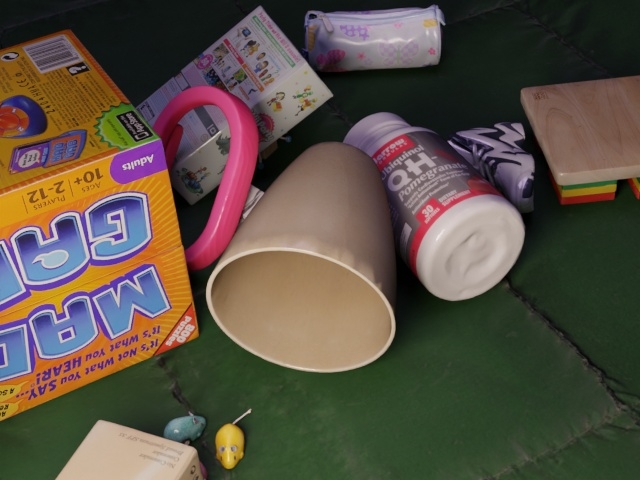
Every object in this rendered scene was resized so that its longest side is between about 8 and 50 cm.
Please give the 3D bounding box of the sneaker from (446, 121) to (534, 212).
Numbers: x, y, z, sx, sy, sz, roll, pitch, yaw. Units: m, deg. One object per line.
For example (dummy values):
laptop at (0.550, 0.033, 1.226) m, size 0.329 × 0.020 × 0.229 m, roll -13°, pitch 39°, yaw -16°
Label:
sneaker at (0.265, -0.117, 1.856) m, size 0.153 × 0.094 × 0.235 m, roll -4°, pitch 39°, yaw 4°

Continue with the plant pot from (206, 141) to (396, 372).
plant pot at (0.000, 0.000, 1.589) m, size 0.256 × 0.256 × 0.274 m, roll 5°, pitch 47°, yaw 12°

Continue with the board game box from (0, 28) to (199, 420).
board game box at (-0.426, -0.024, 1.607) m, size 0.356 × 0.356 × 0.356 m, roll -22°, pitch 43°, yaw -20°

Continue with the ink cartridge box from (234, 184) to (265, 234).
ink cartridge box at (-0.087, -0.026, 1.765) m, size 0.135 × 0.099 × 0.056 m, roll 32°, pitch 69°, yaw 32°

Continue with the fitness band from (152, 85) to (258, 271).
fitness band at (-0.198, -0.096, 1.757) m, size 0.209 × 0.291 × 0.054 m, roll 19°, pitch 3°, yaw 40°

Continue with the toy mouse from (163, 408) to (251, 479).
toy mouse at (-0.172, 0.270, 1.480) m, size 0.143 × 0.031 × 0.161 m, roll 0°, pitch 40°, yaw 6°

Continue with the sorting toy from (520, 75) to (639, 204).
sorting toy at (0.486, -0.163, 1.891) m, size 0.255 × 0.089 × 0.257 m, roll -6°, pitch 39°, yaw -2°

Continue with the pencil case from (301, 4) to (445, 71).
pencil case at (0.102, -0.392, 2.181) m, size 0.273 × 0.124 × 0.113 m, roll -1°, pitch 39°, yaw 4°

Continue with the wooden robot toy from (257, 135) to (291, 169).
wooden robot toy at (-0.115, -0.184, 1.986) m, size 0.076 × 0.079 × 0.173 m, roll 18°, pitch 44°, yaw 25°

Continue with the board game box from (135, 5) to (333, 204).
board game box at (-0.159, -0.234, 1.942) m, size 0.303 × 0.097 × 0.224 m, roll -38°, pitch 44°, yaw 5°

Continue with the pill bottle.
pill bottle at (0.157, -0.065, 1.739) m, size 0.176 × 0.176 × 0.318 m, roll -20°, pitch 42°, yaw -18°

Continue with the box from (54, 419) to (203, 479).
box at (-0.265, 0.370, 1.298) m, size 0.148 × 0.121 × 0.311 m, roll 12°, pitch 42°, yaw 18°
